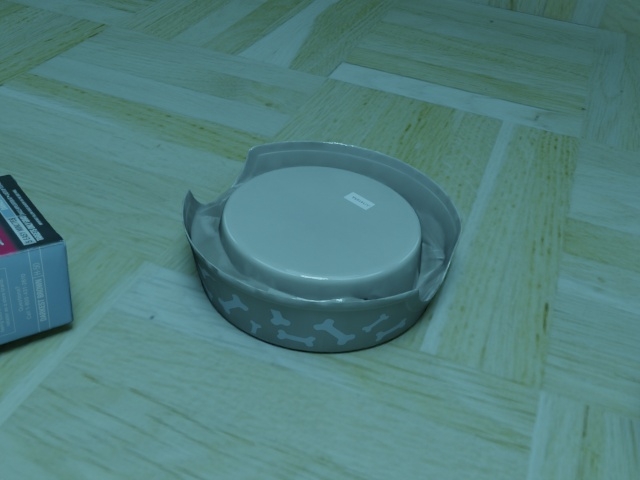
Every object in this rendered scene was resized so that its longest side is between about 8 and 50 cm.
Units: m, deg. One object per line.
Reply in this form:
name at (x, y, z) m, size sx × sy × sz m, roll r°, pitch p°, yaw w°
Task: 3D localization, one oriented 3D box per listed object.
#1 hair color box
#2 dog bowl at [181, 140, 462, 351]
hair color box at (-0.473, 0.050, 0.735) m, size 0.374 × 0.114 × 0.185 m, roll -18°, pitch 37°, yaw -34°
dog bowl at (0.000, 0.000, 0.914) m, size 0.348 × 0.102 × 0.349 m, roll 5°, pitch 37°, yaw -3°
